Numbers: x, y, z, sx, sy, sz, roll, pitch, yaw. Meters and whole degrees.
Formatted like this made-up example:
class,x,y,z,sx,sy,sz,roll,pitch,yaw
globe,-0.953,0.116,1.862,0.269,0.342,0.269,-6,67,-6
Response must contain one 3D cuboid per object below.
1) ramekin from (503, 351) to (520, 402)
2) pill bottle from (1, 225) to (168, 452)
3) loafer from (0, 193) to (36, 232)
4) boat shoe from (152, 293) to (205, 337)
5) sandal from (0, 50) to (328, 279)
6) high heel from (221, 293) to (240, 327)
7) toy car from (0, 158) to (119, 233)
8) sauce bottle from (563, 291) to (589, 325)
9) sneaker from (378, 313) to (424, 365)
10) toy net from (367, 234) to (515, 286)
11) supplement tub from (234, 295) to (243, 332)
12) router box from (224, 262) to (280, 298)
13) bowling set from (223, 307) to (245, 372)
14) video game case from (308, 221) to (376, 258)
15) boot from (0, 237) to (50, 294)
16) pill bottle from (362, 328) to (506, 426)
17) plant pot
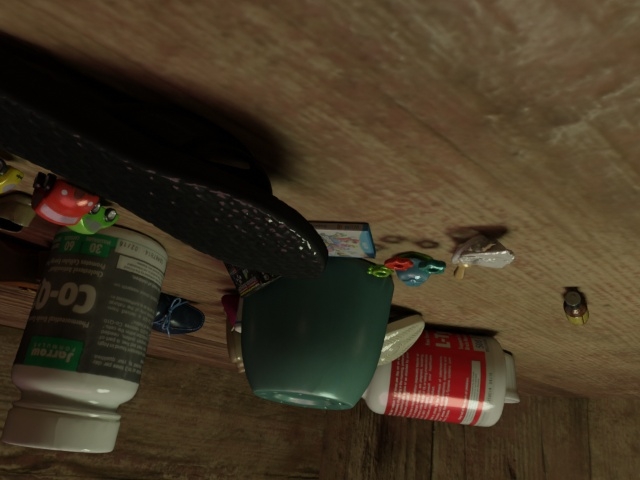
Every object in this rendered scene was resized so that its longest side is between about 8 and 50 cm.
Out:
class,x,y,z,sx,sy,sz,roll,pitch,yaw
ramekin,0.459,0.409,1.580,0.276,0.135,0.277,7,161,2
pill bottle,-0.404,0.168,0.909,0.204,0.362,0.204,6,159,2
loafer,-0.507,-0.039,0.836,0.147,0.050,0.056,-11,153,39
boat shoe,-0.422,0.185,1.328,0.258,0.109,0.089,13,155,-20
sandal,-0.166,-0.089,0.551,0.445,0.107,0.167,30,153,-20
high heel,-0.084,0.202,1.331,0.181,0.127,0.377,35,-177,30
toy car,-0.357,-0.049,0.702,0.238,0.053,0.225,18,171,16
sauce bottle,0.473,0.124,0.961,0.042,0.042,0.128,-4,155,27
sneaker,0.073,0.217,1.199,0.349,0.148,0.131,-15,134,-25
toy net,0.182,0.024,0.794,0.122,0.045,0.232,22,153,-30
supplement tub,-0.145,0.147,1.130,0.070,0.107,0.071,6,158,2
router box,-0.118,0.037,0.849,0.038,0.092,0.122,-24,176,-29
bowling set,-0.159,0.261,1.440,0.199,0.154,0.287,-9,160,-11
video game case,0.000,0.000,0.824,0.166,0.015,0.119,2,159,12
boot,-0.639,0.056,1.088,0.283,0.109,0.220,5,165,-16
pill bottle,0.246,0.341,1.344,0.407,0.229,0.229,6,160,2
plant pot,-0.018,0.182,0.972,0.292,0.235,0.293,7,155,3
